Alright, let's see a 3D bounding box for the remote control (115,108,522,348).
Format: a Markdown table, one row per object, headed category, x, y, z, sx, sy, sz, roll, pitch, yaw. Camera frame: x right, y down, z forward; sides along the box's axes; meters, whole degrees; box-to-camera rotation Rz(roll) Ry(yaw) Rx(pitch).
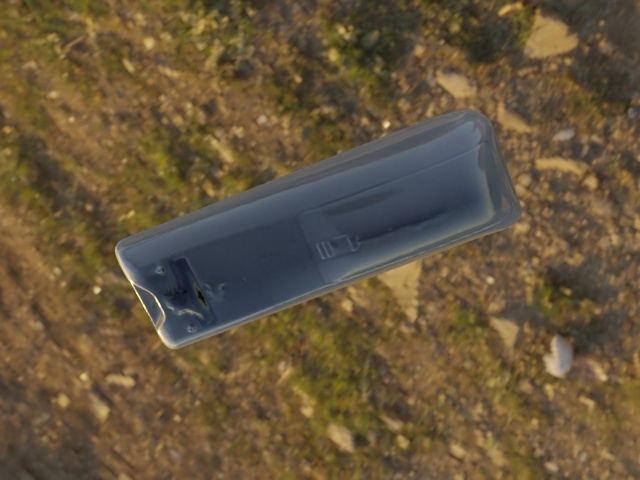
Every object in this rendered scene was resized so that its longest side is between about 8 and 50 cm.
| category | x | y | z | sx | sy | sz | roll | pitch | yaw |
| --- | --- | --- | --- | --- | --- | --- | --- | --- | --- |
| remote control | 0.000 | 0.000 | 1.026 | 0.313 | 0.055 | 0.109 | -21 | 119 | 7 |
